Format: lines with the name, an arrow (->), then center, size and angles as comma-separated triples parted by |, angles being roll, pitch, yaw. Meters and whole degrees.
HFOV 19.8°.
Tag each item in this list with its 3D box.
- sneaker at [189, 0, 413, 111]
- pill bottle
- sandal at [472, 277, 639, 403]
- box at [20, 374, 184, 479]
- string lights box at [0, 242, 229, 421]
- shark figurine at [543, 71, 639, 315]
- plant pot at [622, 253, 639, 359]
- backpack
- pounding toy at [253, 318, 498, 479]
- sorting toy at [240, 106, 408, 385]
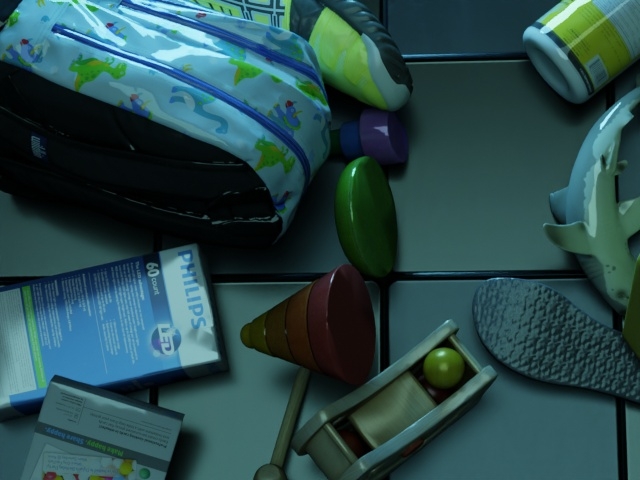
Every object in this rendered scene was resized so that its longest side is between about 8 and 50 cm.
sneaker -> -0.063, -0.239, 2.003 | 0.384, 0.145, 0.147 | 36, 80, 23
pill bottle -> 0.318, -0.240, 1.985 | 0.184, 0.103, 0.103 | -38, 76, -6
sandal -> 0.274, 0.117, 1.931 | 0.254, 0.054, 0.097 | 24, 86, 0
box -> -0.237, 0.249, 1.903 | 0.145, 0.038, 0.186 | 18, 98, -1
string lights box -> -0.240, 0.099, 1.960 | 0.259, 0.077, 0.133 | -12, 76, 2
shark figurine -> 0.293, -0.067, 1.951 | 0.166, 0.116, 0.278 | 14, 84, -26
plant pot -> 0.425, 0.064, 1.835 | 0.187, 0.212, 0.212 | 34, 59, 26
backpack -> -0.167, -0.127, 1.900 | 0.355, 0.290, 0.273 | 28, 60, 24
pounding toy -> 0.032, 0.168, 1.880 | 0.269, 0.154, 0.155 | -38, 76, -5
sorting toy -> 0.000, 0.000, 1.907 | 0.126, 0.127, 0.365 | -8, 44, 23
